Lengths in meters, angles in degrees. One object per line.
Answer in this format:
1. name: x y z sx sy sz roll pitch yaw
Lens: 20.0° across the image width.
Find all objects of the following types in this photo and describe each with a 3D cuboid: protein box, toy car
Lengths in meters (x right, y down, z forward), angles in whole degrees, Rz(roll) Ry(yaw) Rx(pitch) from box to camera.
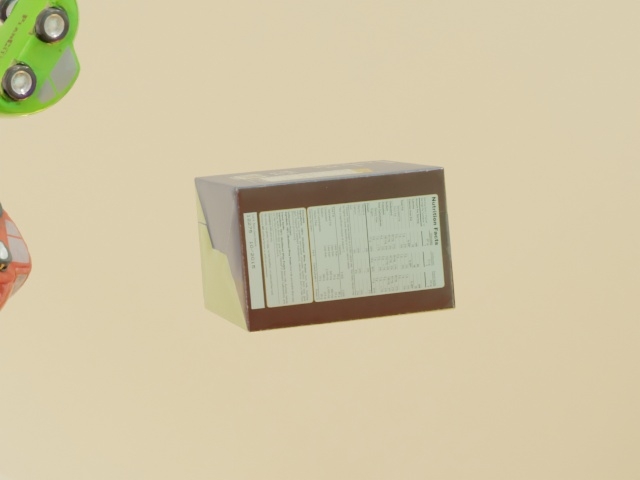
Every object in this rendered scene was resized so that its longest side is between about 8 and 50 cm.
1. protein box: 0.000 0.000 1.740 0.201 0.200 0.136 -6 -84 -15
2. toy car: -0.205 -0.059 1.113 0.053 0.239 0.225 35 -99 -39
